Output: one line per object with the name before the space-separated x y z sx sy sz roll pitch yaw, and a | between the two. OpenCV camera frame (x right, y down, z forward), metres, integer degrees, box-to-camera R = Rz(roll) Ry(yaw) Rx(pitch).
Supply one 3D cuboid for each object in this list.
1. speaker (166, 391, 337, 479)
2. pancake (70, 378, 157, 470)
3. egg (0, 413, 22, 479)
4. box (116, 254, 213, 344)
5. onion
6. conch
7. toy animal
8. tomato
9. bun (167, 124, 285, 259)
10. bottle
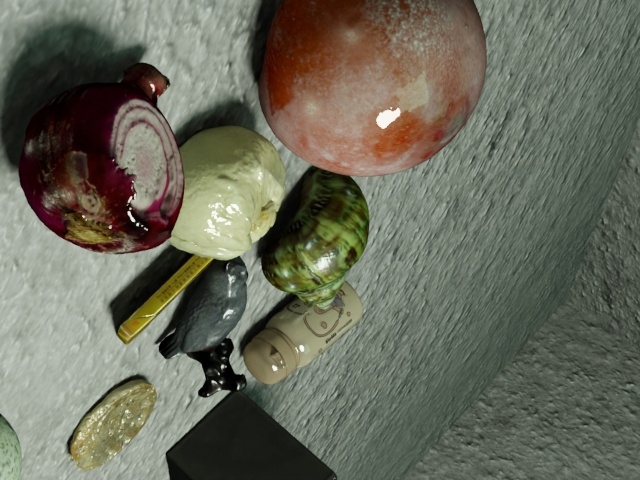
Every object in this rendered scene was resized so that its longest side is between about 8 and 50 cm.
speaker | -0.110 0.420 1.844 0.184 0.232 0.254 -40 155 -26
pancake | -0.282 0.251 1.507 0.151 0.025 0.151 -44 158 -22
egg | -0.372 0.229 1.135 0.132 0.132 0.172 -49 172 -9
box | -0.188 0.065 1.369 0.156 0.022 0.089 -46 180 -19
onion | -0.203 -0.084 1.031 0.173 0.135 0.198 68 21 -47
conch | 0.002 0.002 1.572 0.187 0.124 0.181 -42 161 -46
toy animal | -0.158 0.094 1.479 0.117 0.121 0.210 -1 119 -9
tomato | 0.067 -0.196 1.251 0.270 0.227 0.270 -43 160 -20
bun | -0.106 -0.048 1.280 0.164 0.111 0.188 -50 157 -12
bottle | -0.036 0.146 1.767 0.209 0.097 0.110 -36 -168 -34
